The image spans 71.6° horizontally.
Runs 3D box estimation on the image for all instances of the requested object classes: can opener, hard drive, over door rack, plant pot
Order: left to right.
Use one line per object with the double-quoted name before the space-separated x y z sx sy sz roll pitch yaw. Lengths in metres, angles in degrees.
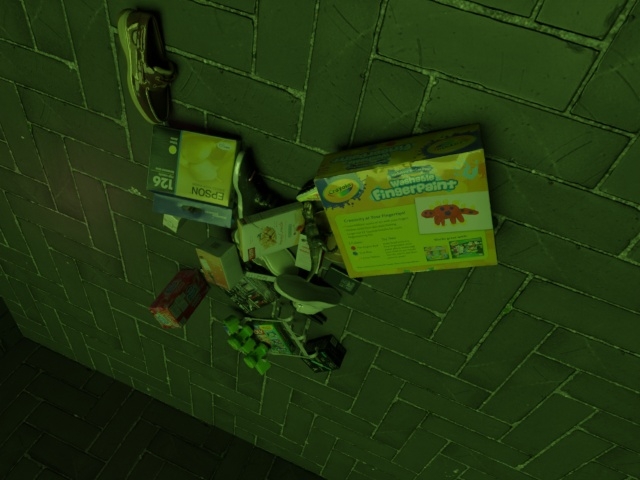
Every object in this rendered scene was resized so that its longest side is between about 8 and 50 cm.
"over door rack" -0.182 0.418 1.986 0.324 0.108 0.240 -14 115 36
"can opener" -0.055 0.307 1.897 0.186 0.073 0.059 38 127 -22
"plant pot" 0.061 -0.018 1.570 0.236 0.032 0.237 13 133 15
"hard drive" 0.084 0.152 1.714 0.135 0.022 0.094 27 135 2

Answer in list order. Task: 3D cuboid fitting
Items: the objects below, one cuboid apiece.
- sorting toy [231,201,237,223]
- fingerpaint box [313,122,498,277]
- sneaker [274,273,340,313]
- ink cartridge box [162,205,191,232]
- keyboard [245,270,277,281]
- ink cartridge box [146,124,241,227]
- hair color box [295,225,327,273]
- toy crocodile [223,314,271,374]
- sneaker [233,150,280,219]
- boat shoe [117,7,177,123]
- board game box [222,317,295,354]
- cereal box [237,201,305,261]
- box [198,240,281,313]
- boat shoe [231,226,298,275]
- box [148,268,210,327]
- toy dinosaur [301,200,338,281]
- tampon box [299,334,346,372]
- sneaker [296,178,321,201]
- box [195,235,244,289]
"sorting toy" -0.446 -0.192 1.641 0.347 0.047 0.196 37 151 -9
"fingerpaint box" 0.255 -0.097 1.281 0.443 0.163 0.371 -8 125 22
"sneaker" -0.086 0.227 1.755 0.292 0.108 0.169 22 144 -29
"ink cartridge box" -0.541 -0.105 1.700 0.067 0.115 0.198 37 156 -9
"keyboard" -0.172 0.158 1.778 0.255 0.014 0.072 12 164 -11
"ink cartridge box" -0.436 -0.214 1.508 0.303 0.072 0.308 12 102 7
"hair color box" -0.033 0.035 1.604 0.092 0.053 0.167 21 136 9
"toy crocodile" -0.349 0.501 2.111 0.105 0.115 0.341 -2 127 52
"sneaker" -0.212 -0.174 1.528 0.146 0.105 0.296 12 136 10
"boat shoe" -0.510 -0.517 1.359 0.123 0.123 0.342 13 127 18
"board game box" -0.302 0.474 2.175 0.317 0.046 0.214 -9 125 32
"cereal box" -0.168 -0.031 1.547 0.047 0.240 0.173 51 151 37
"box" -0.338 0.162 1.896 0.307 0.077 0.242 46 133 -16
"boat shoe" -0.213 0.048 1.718 0.305 0.109 0.091 40 160 -22
"box" -0.630 0.259 1.999 0.122 0.257 0.128 -5 126 28
"toy dinosaur" 0.000 0.000 1.497 0.118 0.064 0.269 -5 84 10
"tampon box" 0.011 0.516 2.014 0.160 0.102 0.120 -23 115 40
"sneaker" 0.012 -0.155 1.441 0.208 0.082 0.094 -15 123 35
"box" -0.389 0.088 1.723 0.129 0.091 0.171 16 133 28
